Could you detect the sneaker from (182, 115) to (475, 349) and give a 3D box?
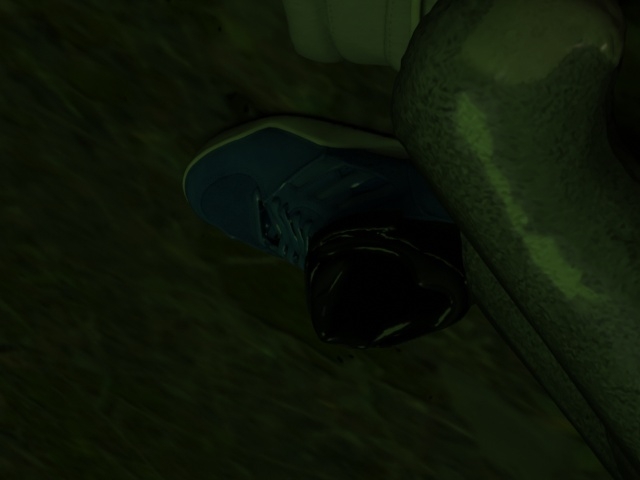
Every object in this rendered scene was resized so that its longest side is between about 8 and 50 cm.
[{"bbox_3d":[0.000,-0.001,0.775,0.152,0.084,0.058,8,132,25],"label":"sneaker"}]

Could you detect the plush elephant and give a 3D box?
[{"bbox_3d":[0.210,0.018,0.564,0.330,0.255,0.272,54,180,21],"label":"plush elephant"}]

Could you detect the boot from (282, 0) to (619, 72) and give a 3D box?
[{"bbox_3d":[0.023,-0.151,0.616,0.123,0.095,0.258,6,132,18],"label":"boot"}]
